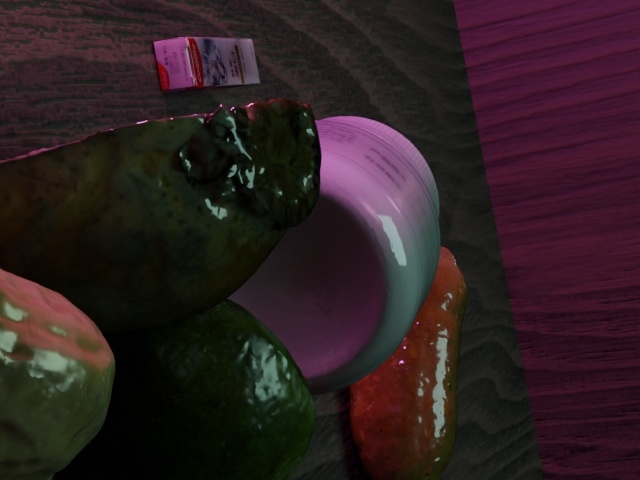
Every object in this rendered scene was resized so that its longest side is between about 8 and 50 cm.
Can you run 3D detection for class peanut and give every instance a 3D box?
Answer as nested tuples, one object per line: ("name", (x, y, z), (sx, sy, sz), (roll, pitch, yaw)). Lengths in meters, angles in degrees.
("peanut", (-0.219, 0.074, 1.035), (0.291, 0.159, 0.143), (53, 28, -58))

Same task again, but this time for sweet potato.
("sweet potato", (0.108, 0.186, 2.117), (0.158, 0.157, 0.370), (57, 32, -53))

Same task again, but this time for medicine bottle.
("medicine bottle", (0.000, 0.000, 1.678), (0.306, 0.245, 0.245), (-48, 126, -70))

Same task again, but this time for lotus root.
("lotus root", (-0.125, -0.018, 1.233), (0.267, 0.260, 0.149), (-34, 114, -73))

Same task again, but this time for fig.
("fig", (-0.133, 0.161, 1.309), (0.235, 0.203, 0.203), (-46, 138, -18))

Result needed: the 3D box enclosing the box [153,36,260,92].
("box", (-0.118, -0.187, 1.765), (0.218, 0.039, 0.055), (-25, 106, -73))
